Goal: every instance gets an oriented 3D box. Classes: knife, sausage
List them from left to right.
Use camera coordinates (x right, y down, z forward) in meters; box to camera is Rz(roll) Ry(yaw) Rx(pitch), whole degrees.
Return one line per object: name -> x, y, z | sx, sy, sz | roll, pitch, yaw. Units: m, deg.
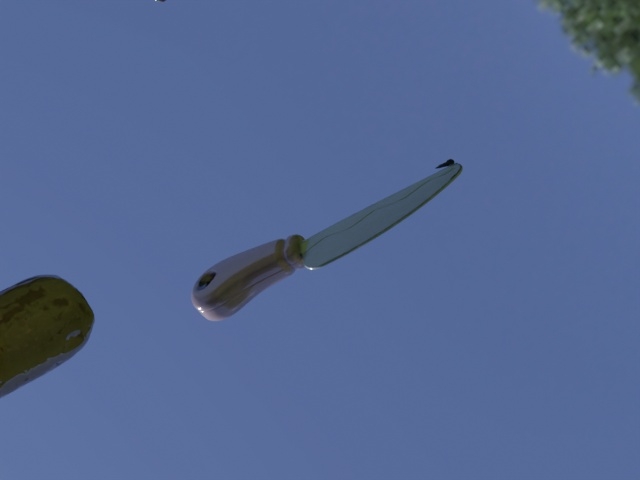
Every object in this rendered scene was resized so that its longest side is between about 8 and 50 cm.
sausage -> -0.259, 0.104, 0.893 | 0.301, 0.066, 0.066 | -31, -97, -34
knife -> -0.001, 0.002, 1.609 | 0.043, 0.336, 0.081 | 48, -148, -24
